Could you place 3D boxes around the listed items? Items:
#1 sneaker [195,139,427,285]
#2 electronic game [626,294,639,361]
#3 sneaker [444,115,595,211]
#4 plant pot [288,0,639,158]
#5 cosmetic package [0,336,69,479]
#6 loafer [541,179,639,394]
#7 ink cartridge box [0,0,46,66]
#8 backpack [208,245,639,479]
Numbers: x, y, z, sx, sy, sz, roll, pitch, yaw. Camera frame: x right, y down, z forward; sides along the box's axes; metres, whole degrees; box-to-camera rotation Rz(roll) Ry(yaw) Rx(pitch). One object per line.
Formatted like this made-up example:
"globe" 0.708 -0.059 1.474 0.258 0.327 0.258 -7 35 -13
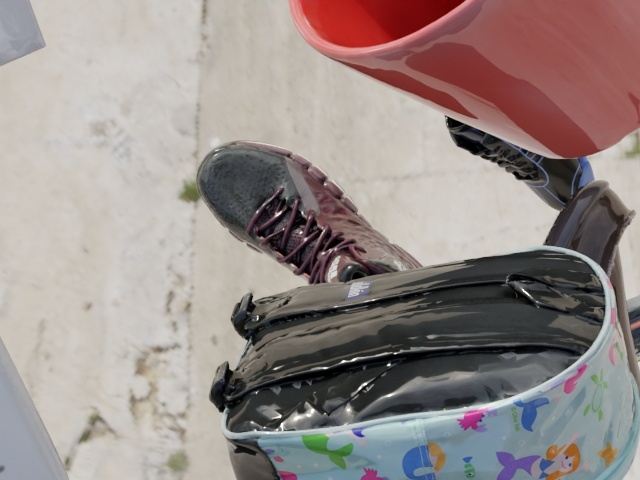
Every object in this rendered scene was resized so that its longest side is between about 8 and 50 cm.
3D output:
"sneaker" 0.000 0.000 1.350 0.281 0.162 0.106 33 97 -1
"electronic game" 0.366 0.114 1.668 0.229 0.229 0.048 -24 70 5
"sneaker" 0.178 -0.103 1.383 0.090 0.232 0.081 -49 22 -27
"plant pot" 0.153 -0.201 1.114 0.275 0.243 0.275 -27 47 33
"cosmetic package" -0.193 0.027 0.443 0.151 0.184 0.151 -27 108 -18
"loafer" 0.219 0.123 1.233 0.130 0.134 0.366 18 71 5
"ink cartridge box" -0.264 -0.201 0.910 0.082 0.190 0.139 -28 23 -25
"backpack" 0.082 0.109 0.931 0.253 0.225 0.191 -17 111 14
